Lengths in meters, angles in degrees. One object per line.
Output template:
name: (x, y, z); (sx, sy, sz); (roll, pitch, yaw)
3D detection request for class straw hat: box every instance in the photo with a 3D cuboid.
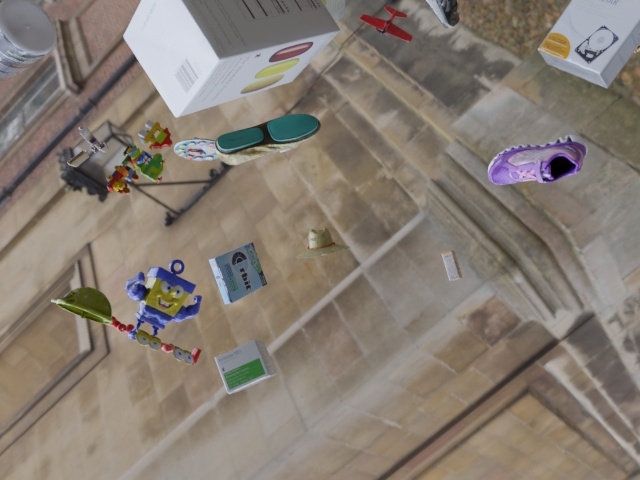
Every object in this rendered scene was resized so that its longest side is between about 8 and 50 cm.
straw hat: (0.000, 0.000, 1.321); (0.144, 0.145, 0.061); (-33, -68, -80)

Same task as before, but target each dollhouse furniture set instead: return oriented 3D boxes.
dollhouse furniture set: (-0.692, -0.269, 1.595); (0.091, 0.114, 0.081); (29, 158, 46)

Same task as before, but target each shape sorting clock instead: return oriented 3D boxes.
shape sorting clock: (-0.475, -0.357, 2.190); (0.206, 0.206, 0.040); (25, -117, -67)

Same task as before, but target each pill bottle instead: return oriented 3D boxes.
pill bottle: (-0.715, -0.437, 1.236); (0.130, 0.246, 0.130); (21, -116, -52)

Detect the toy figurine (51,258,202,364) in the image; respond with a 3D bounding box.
toy figurine: (-0.419, 0.129, 1.331); (0.363, 0.217, 0.191); (34, 164, -31)

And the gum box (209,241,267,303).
gum box: (-0.270, 0.106, 1.834); (0.184, 0.041, 0.156); (-27, -80, -53)

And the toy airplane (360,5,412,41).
toy airplane: (0.187, -0.582, 1.471); (0.151, 0.028, 0.151); (10, -131, -11)

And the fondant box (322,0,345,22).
fondant box: (0.003, -0.898, 1.883); (0.096, 0.238, 0.330); (19, 137, 18)

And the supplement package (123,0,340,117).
supplement package: (-0.115, -0.289, 0.767); (0.244, 0.139, 0.133); (-33, -89, -42)

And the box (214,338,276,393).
box: (-0.164, 0.279, 1.227); (0.102, 0.101, 0.087); (71, 175, -77)

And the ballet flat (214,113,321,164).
ballet flat: (-0.169, -0.325, 1.802); (0.123, 0.349, 0.123); (164, 90, -83)

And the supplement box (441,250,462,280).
supplement box: (0.445, 0.085, 1.864); (0.062, 0.036, 0.098); (4, -110, -66)

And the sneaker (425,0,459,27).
sneaker: (0.421, -0.801, 1.808); (0.283, 0.124, 0.107); (16, -124, -54)

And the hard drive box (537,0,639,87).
hard drive box: (0.681, -0.518, 1.339); (0.089, 0.232, 0.181); (18, -161, -50)

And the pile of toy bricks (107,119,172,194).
pile of toy bricks: (-0.453, -0.192, 1.430); (0.105, 0.212, 0.118); (32, 163, -6)

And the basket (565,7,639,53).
basket: (0.854, -0.565, 1.520); (0.214, 0.299, 0.222); (21, -113, -35)

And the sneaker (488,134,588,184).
sneaker: (0.525, -0.180, 1.342); (0.095, 0.237, 0.104); (57, -146, -31)
